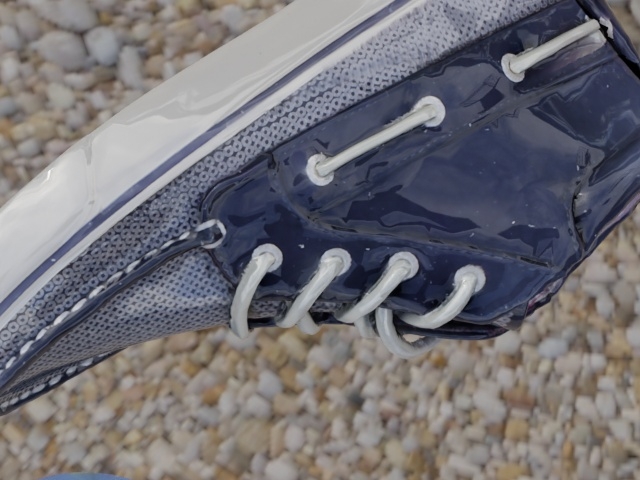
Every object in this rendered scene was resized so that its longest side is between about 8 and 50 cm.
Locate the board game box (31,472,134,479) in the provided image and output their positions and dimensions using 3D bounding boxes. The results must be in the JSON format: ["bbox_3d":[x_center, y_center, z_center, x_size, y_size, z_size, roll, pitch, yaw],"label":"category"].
[{"bbox_3d":[-0.158,0.217,1.083,0.133,0.168,0.033,17,132,20],"label":"board game box"}]

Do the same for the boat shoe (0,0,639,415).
[{"bbox_3d":[0.000,0.000,0.714,0.340,0.127,0.158,-38,81,-11],"label":"boat shoe"}]
